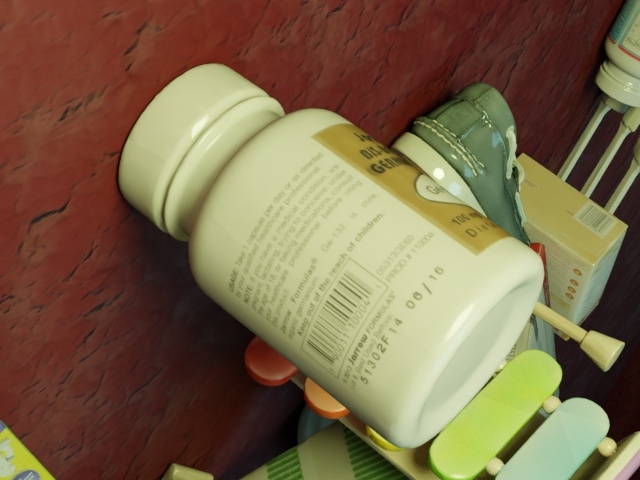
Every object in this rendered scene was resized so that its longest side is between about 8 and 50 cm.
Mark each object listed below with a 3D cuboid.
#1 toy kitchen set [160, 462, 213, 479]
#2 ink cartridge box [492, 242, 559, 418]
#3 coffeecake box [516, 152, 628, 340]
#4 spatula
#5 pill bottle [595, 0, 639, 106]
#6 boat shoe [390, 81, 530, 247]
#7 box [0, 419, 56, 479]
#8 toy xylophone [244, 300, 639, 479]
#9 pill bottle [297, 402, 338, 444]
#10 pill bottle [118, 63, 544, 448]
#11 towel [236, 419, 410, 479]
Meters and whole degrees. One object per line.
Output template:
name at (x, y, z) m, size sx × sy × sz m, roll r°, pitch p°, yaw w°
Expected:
toy kitchen set at (-0.178, 0.253, 0.981) m, size 0.207 × 0.166 × 0.122 m, roll 23°, pitch 106°, yaw -31°
ink cartridge box at (0.171, 0.151, 1.250) m, size 0.273 × 0.114 × 0.197 m, roll -65°, pitch 148°, yaw -60°
coffeecake box at (0.253, 0.011, 1.391) m, size 0.068 × 0.142 × 0.185 m, roll -44°, pitch 158°, yaw -21°
spatula at (0.334, -0.098, 1.436) m, size 0.019 × 0.168 × 0.242 m, roll 10°, pitch 126°, yaw -20°
pill bottle at (0.357, -0.225, 1.313) m, size 0.087 × 0.087 × 0.160 m, roll -26°, pitch 147°, yaw -51°
boat shoe at (0.156, -0.048, 1.132) m, size 0.099 × 0.116 × 0.319 m, roll -49°, pitch 155°, yaw 0°
box at (-0.213, 0.176, 0.768) m, size 0.105 × 0.043 × 0.179 m, roll -46°, pitch 151°, yaw -17°
toy xylophone at (0.103, 0.090, 0.963) m, size 0.236 × 0.323 × 0.081 m, roll -49°, pitch 161°, yaw -33°
pill bottle at (0.057, 0.239, 1.350) m, size 0.136 × 0.136 × 0.245 m, roll -48°, pitch 159°, yaw -14°
pill bottle at (0.000, 0.000, 0.705) m, size 0.131 × 0.229 × 0.131 m, roll -44°, pitch 157°, yaw -23°
towel at (0.015, 0.257, 1.032) m, size 0.325 × 0.247 × 0.038 m, roll -33°, pitch 126°, yaw 13°
